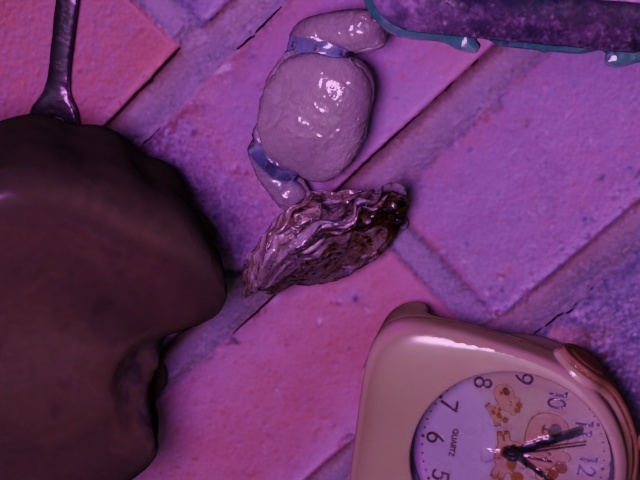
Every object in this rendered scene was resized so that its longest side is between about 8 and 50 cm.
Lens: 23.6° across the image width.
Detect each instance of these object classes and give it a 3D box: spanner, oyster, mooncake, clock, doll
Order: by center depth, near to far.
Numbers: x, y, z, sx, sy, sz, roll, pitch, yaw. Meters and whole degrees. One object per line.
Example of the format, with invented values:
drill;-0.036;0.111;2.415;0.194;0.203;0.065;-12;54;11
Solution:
doll;-0.005;-0.117;1.375;0.103;0.071;0.214;22;118;1
mooncake;-0.263;0.063;1.391;0.351;0.187;0.351;-7;119;-12
oyster;0.000;0.000;1.398;0.177;0.125;0.064;-21;57;2
clock;0.184;0.194;1.415;0.308;0.096;0.235;10;107;9
spanner;-0.237;-0.216;1.426;0.054;0.015;0.254;12;108;6

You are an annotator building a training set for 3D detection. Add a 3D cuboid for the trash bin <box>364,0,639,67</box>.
trash bin;0.168;-0.283;1.129;0.295;0.381;0.259;7;106;11
